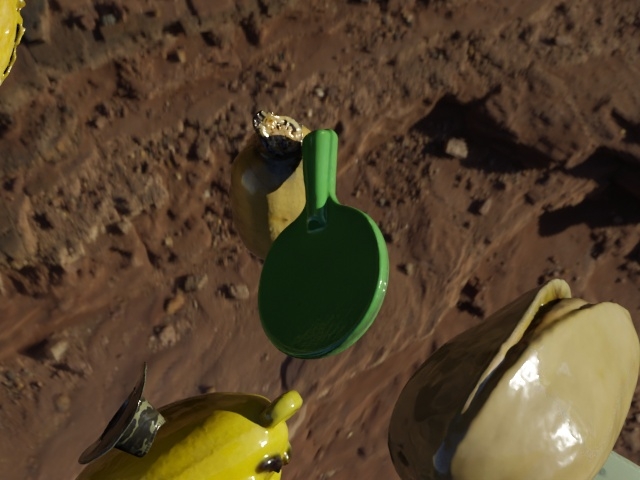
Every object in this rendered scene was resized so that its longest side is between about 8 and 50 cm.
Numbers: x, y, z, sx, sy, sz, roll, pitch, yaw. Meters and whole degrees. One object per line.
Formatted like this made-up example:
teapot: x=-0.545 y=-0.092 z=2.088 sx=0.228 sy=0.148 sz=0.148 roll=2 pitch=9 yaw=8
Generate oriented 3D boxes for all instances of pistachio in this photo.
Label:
pistachio: x=0.132 y=0.100 z=0.638 sx=0.136 sy=0.136 sz=0.226 roll=49 pitch=45 yaw=12

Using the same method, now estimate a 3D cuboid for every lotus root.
lotus root: x=-0.046 y=-0.067 z=1.151 sx=0.118 sy=0.221 sz=0.125 roll=5 pitch=43 yaw=2

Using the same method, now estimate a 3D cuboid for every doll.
doll: x=-0.231 y=0.308 z=1.110 sx=0.348 sy=0.423 sz=0.161 roll=-22 pitch=77 yaw=-40

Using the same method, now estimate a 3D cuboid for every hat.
hat: x=-0.177 y=0.174 z=0.936 sx=0.050 sy=0.121 sz=0.121 roll=34 pitch=72 yaw=-9

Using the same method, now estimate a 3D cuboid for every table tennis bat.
table tennis bat: x=0.000 y=0.000 z=1.035 sx=0.160 sy=0.039 sz=0.257 roll=-15 pitch=63 yaw=32

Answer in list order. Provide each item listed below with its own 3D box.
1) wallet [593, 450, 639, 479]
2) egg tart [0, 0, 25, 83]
wallet: x=0.249 y=0.323 z=1.117 sx=0.252 sy=0.083 sz=0.360 roll=29 pitch=32 yaw=13
egg tart: x=-0.410 y=-0.229 z=0.997 sx=0.132 sy=0.341 sz=0.341 roll=24 pitch=70 yaw=27
